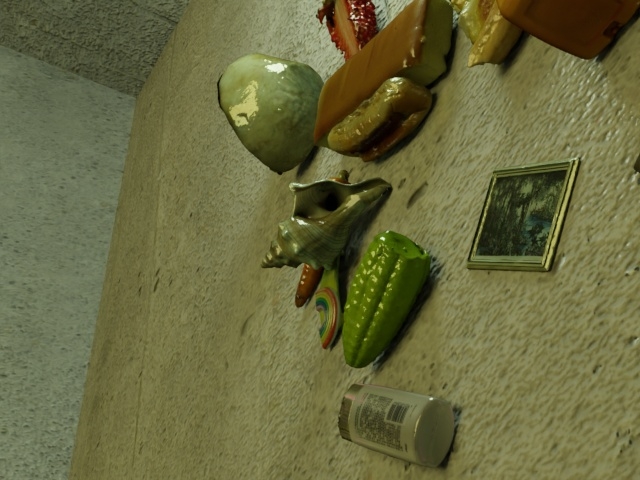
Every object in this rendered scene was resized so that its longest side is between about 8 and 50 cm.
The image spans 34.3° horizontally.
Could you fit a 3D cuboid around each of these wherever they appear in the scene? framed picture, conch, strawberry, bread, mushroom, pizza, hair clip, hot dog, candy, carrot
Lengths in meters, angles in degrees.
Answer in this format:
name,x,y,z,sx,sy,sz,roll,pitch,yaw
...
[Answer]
name,x,y,z,sx,sy,sz,roll,pitch,yaw
framed picture,0.244,-0.031,1.277,0.183,0.011,0.142,-1,71,68
conch,-0.007,-0.033,1.703,0.234,0.137,0.114,-51,-7,-3
strawberry,0.068,-0.402,1.962,0.167,0.087,0.208,109,144,-62
bread,0.102,-0.275,1.746,0.361,0.077,0.138,-32,41,58
mushroom,-0.087,-0.286,2.068,0.164,0.189,0.267,-38,34,31
pizza,0.238,-0.375,1.510,0.280,0.075,0.287,-69,22,0
hair clip,0.018,0.084,1.693,0.060,0.033,0.188,-44,33,44
hot dog,0.091,-0.183,1.684,0.242,0.084,0.073,-33,41,55
candy,0.083,0.090,1.460,0.097,0.097,0.209,-116,43,-62
carrot,0.000,0.000,1.784,0.257,0.061,0.061,-70,21,8

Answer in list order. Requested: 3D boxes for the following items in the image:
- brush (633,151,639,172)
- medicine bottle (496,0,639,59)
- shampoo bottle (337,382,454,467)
name,x,y,z,sx,sy,sz,roll,pitch,yaw
brush,0.369,-0.155,1.063,0.190,0.027,0.034,-65,20,16
medicine bottle,0.284,-0.338,1.259,0.112,0.149,0.222,-52,28,35
shampoo bottle,0.093,0.236,1.345,0.227,0.056,0.086,-8,66,66
